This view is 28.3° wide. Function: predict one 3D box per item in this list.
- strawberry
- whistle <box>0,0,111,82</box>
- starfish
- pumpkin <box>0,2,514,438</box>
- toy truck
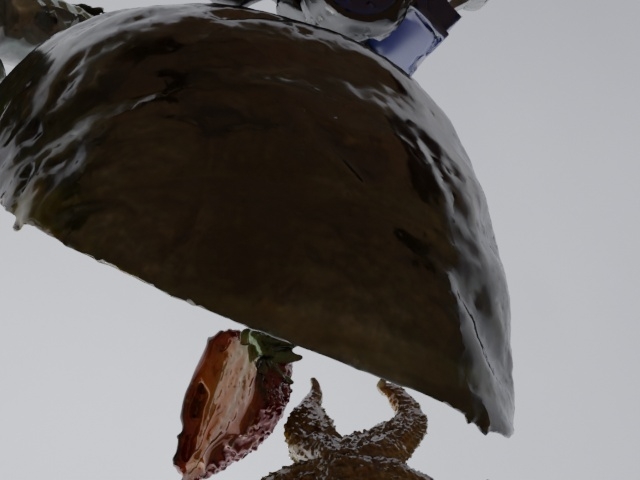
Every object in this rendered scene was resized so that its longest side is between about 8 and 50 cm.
[{"bbox_3d":[-0.081,0.172,1.357,0.085,0.140,0.192,26,-121,-39],"label":"strawberry"},{"bbox_3d":[-0.259,-0.164,0.794,0.142,0.133,0.346,33,-168,36],"label":"whistle"},{"bbox_3d":[0.006,0.226,1.226,0.302,0.060,0.299,-26,-145,-30],"label":"starfish"},{"bbox_3d":[-0.037,-0.041,0.556,0.312,0.169,0.148,22,-93,12],"label":"pumpkin"},{"bbox_3d":[0.017,-0.214,0.886,0.177,0.161,0.213,-42,-90,-18],"label":"toy truck"}]
